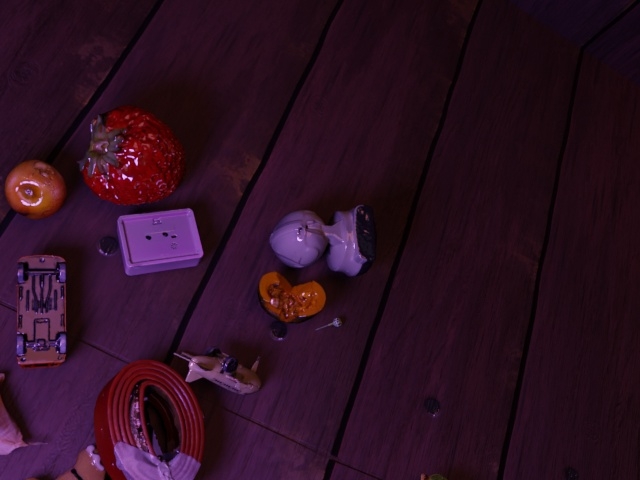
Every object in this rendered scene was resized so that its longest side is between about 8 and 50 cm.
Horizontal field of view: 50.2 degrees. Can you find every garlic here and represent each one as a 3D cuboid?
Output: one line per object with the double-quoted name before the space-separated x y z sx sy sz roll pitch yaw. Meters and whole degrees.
"garlic" -0.700 0.392 1.477 0.198 0.090 0.128 51 45 9

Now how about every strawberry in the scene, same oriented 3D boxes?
"strawberry" -0.464 -0.211 1.774 0.277 0.257 0.257 10 60 -54

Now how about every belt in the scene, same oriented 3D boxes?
"belt" -0.383 0.439 1.561 0.227 0.115 0.324 -10 71 -38

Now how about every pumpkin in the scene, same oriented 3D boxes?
"pumpkin" -0.087 0.162 1.843 0.183 0.108 0.119 19 54 -7

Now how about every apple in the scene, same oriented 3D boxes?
"apple" -0.698 -0.121 1.671 0.146 0.146 0.146 10 64 -20

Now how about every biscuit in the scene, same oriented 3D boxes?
"biscuit" -0.562 0.582 1.446 0.301 0.049 0.197 -26 78 -41

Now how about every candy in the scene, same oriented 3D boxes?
"candy" 0.024 0.239 1.913 0.083 0.025 0.023 -20 49 -21

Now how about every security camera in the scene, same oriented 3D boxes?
"security camera" 0.000 0.000 1.910 0.277 0.191 0.197 4 72 -20

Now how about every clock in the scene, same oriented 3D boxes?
"clock" -0.419 0.002 1.779 0.197 0.063 0.150 -9 68 -24

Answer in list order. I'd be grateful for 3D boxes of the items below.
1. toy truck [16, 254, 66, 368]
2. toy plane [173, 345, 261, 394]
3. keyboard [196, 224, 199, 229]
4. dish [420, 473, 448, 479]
"toy truck" -0.648 0.165 1.583 0.107 0.114 0.253 1 69 -23
"toy plane" -0.232 0.323 1.677 0.256 0.242 0.104 19 87 -47
"keyboard" -0.385 0.006 1.834 0.053 0.010 0.155 35 58 -5
"dish" 0.303 0.709 1.792 0.149 0.080 0.208 -21 79 -27
